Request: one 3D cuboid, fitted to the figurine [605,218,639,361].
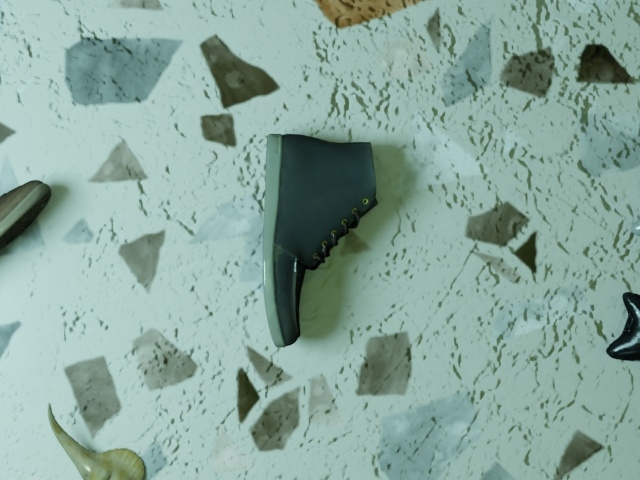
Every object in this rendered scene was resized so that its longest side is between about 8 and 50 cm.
[{"bbox_3d":[0.417,0.041,1.344,0.209,0.092,0.215,10,87,3],"label":"figurine"}]

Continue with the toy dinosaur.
[{"bbox_3d":[-0.230,0.252,1.346,0.183,0.053,0.093,36,72,-7],"label":"toy dinosaur"}]

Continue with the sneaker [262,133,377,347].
[{"bbox_3d":[0.000,0.000,1.335,0.118,0.083,0.222,1,87,-2],"label":"sneaker"}]

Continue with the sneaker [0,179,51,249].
[{"bbox_3d":[-0.366,-0.009,1.336,0.188,0.066,0.071,-43,88,-3],"label":"sneaker"}]
